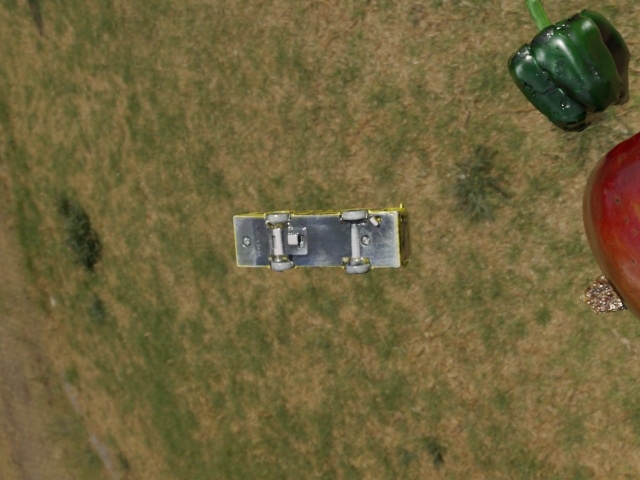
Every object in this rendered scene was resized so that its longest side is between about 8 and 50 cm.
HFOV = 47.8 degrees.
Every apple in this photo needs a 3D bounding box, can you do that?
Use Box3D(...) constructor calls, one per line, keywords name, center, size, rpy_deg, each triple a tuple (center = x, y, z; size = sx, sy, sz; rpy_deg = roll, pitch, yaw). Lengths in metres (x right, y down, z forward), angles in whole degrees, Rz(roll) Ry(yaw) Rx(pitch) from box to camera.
Box3D(name="apple", center=(0.542, -0.004, 1.033), size=(0.295, 0.329, 0.364), rpy_deg=(-29, 92, 30))

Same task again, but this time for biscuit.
Box3D(name="biscuit", center=(0.575, 0.060, 1.244), size=(0.237, 0.026, 0.131), rpy_deg=(-41, 41, 6))

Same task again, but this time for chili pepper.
Box3D(name="chili pepper", center=(0.387, -0.307, 1.169), size=(0.261, 0.174, 0.165), rpy_deg=(55, 143, 4))

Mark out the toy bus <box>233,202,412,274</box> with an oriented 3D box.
Box3D(name="toy bus", center=(0.000, 0.000, 0.908), size=(0.226, 0.074, 0.081), rpy_deg=(-2, 95, 25))
